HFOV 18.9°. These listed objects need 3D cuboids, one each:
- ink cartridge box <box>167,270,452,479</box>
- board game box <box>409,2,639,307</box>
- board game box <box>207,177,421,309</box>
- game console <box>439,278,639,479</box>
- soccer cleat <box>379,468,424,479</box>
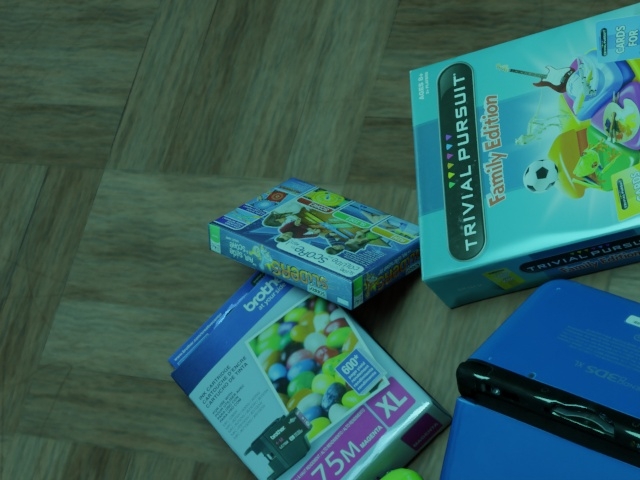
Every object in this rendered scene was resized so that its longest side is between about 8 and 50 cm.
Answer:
[{"bbox_3d":[-0.029,0.147,1.996,0.186,0.065,0.311,-46,51,1],"label":"ink cartridge box"},{"bbox_3d":[0.262,-0.095,1.943,0.336,0.079,0.254,-15,59,22],"label":"board game box"},{"bbox_3d":[0.000,0.000,2.020,0.201,0.035,0.136,23,38,36],"label":"board game box"},{"bbox_3d":[0.278,0.201,1.814,0.293,0.173,0.250,20,46,35],"label":"game console"},{"bbox_3d":[0.039,0.297,1.869,0.179,0.060,0.072,-49,21,-2],"label":"soccer cleat"}]
